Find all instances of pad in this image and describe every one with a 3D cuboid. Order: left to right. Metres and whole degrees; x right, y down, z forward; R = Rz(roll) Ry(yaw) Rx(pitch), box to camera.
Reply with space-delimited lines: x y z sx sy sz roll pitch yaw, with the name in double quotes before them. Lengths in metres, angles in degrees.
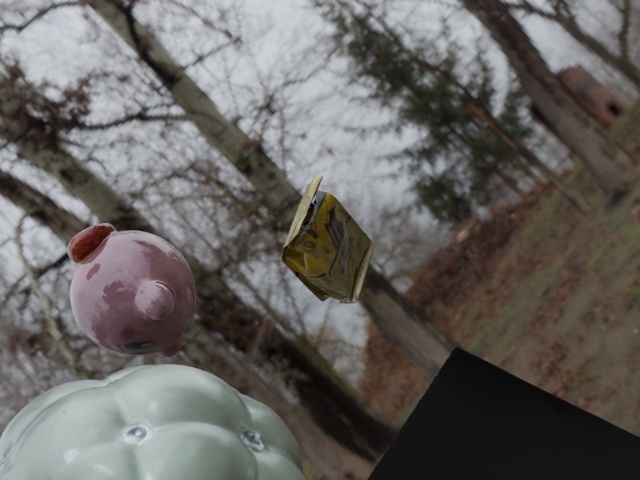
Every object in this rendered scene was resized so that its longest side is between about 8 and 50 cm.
"pad" 0.168 0.207 0.914 0.170 0.246 0.006 -59 20 11

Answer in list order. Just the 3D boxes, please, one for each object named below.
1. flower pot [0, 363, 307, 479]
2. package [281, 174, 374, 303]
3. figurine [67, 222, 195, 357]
"flower pot" -0.122 0.204 0.735 0.246 0.246 0.195 -47 -11 15
"package" 0.000 0.000 0.989 0.131 0.047 0.071 48 -126 -49
"figurine" -0.246 0.073 1.416 0.173 0.173 0.173 -43 -9 -8
